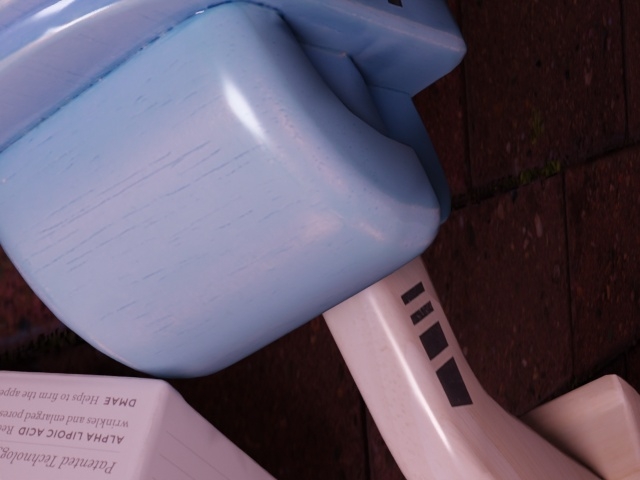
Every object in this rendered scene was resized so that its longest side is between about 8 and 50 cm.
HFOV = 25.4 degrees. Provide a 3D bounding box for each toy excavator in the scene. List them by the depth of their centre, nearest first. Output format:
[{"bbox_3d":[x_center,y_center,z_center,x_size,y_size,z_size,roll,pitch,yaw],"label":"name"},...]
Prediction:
[{"bbox_3d":[0.000,0.000,0.692,0.433,0.222,0.445,4,61,-59],"label":"toy excavator"}]

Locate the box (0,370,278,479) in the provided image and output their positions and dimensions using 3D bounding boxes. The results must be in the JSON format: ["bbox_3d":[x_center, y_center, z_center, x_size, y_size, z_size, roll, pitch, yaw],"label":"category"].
[{"bbox_3d":[-0.119,0.153,0.690,0.181,0.182,0.119,49,48,-50],"label":"box"}]
